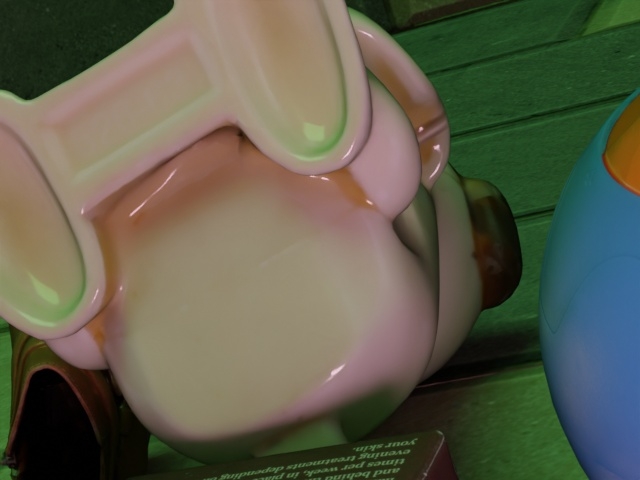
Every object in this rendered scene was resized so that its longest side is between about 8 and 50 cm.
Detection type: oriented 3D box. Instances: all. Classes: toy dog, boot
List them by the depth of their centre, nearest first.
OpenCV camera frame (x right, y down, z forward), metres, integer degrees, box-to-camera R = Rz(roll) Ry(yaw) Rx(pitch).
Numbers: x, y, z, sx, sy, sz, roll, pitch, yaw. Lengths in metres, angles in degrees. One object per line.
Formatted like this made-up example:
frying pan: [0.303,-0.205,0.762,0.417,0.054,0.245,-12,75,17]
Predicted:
toy dog: [0.000,0.000,1.175,0.284,0.395,0.408,-40,-12,11]
boot: [-0.186,0.063,1.215,0.109,0.283,0.220,-8,9,4]

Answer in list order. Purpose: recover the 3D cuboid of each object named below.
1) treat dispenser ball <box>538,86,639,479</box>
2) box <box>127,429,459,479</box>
treat dispenser ball: [0.245,0.033,0.811,0.288,0.288,0.288,-18,16,5]
box: [-0.058,0.236,0.767,0.191,0.143,0.381,-11,16,24]
